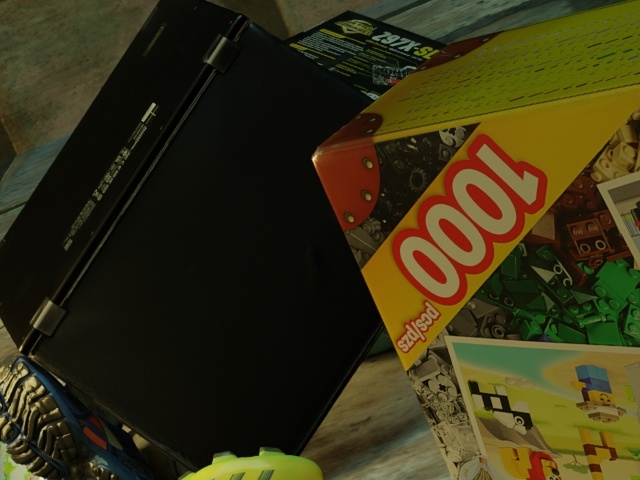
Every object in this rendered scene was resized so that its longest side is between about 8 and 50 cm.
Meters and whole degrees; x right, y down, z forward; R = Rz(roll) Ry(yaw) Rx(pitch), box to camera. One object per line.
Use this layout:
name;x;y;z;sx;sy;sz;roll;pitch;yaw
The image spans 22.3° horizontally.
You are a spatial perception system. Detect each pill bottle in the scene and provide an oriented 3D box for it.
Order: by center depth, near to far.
pill bottle;-0.149;0.212;1.619;0.116;0.065;0.065;-4;25;47

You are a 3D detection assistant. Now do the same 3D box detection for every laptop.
laptop;-0.112;-0.010;1.617;0.382;0.236;0.408;-56;25;0

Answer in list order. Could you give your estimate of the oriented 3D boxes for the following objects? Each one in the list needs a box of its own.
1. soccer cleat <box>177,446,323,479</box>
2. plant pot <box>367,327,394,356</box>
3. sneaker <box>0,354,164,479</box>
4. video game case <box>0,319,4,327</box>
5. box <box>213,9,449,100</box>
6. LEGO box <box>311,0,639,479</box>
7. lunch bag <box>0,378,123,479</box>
soccer cleat;-0.128;0.271;1.419;0.289;0.093;0.121;-19;47;2
plant pot;0.000;0.000;1.726;0.235;0.293;0.293;9;34;38
sneaker;-0.231;0.198;1.561;0.083;0.221;0.087;-42;-3;21
video game case;-0.627;0.177;2.461;0.285;0.025;0.204;-33;19;-29
box;0.062;-0.181;2.068;0.322;0.079;0.257;25;40;38
LEGO box;0.293;0.031;1.030;0.500;0.373;0.193;-9;22;43
lunch bag;-0.277;0.225;1.647;0.129;0.096;0.151;-36;21;38
